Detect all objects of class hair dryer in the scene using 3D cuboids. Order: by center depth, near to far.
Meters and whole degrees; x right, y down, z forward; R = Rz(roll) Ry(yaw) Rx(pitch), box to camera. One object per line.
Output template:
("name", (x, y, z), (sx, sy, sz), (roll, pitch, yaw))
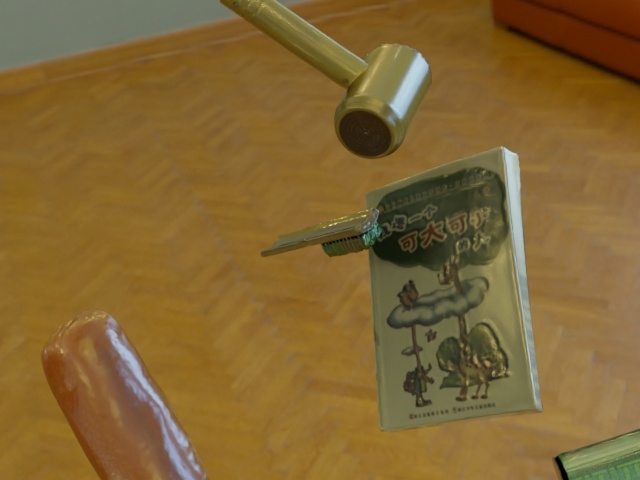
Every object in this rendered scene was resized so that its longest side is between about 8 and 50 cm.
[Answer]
("hair dryer", (-0.004, -0.218, 1.116), (0.278, 0.090, 0.135), (34, 48, -6))

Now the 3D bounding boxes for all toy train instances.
("toy train", (0.233, 0.160, 0.638), (0.147, 0.071, 0.038), (-20, 2, 5))

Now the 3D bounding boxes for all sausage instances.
("sausage", (-0.191, 0.183, 0.912), (0.098, 0.238, 0.098), (-31, 1, 1))

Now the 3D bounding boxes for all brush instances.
("brush", (0.000, 0.000, 1.434), (0.054, 0.048, 0.282), (-44, 17, -31))

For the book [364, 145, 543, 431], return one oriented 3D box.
("book", (0.178, 0.074, 1.330), (0.260, 0.371, 0.043), (-18, -23, 38))
